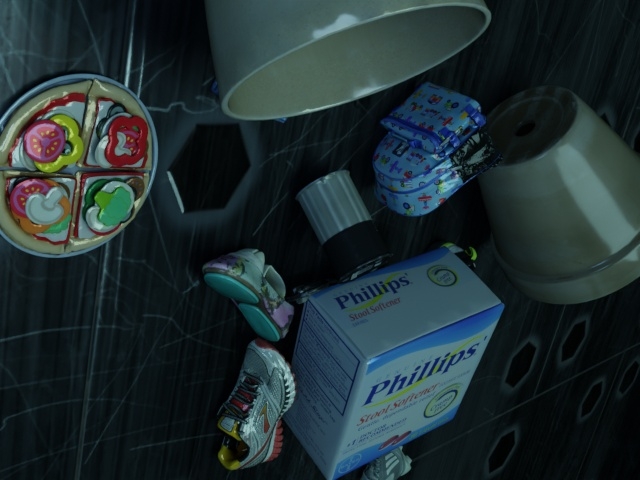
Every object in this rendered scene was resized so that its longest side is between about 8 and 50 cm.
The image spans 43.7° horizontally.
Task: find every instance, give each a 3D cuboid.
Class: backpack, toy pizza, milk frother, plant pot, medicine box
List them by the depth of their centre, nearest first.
[{"bbox_3d":[-0.010,-0.285,0.739,0.256,0.256,0.274,-14,84,-44],"label":"plant pot"},{"bbox_3d":[-0.249,-0.071,0.828,0.201,0.032,0.201,-27,131,-36],"label":"toy pizza"},{"bbox_3d":[0.000,0.000,1.087,0.143,0.135,0.129,-21,166,-26],"label":"milk frother"},{"bbox_3d":[0.148,-0.126,1.159,0.173,0.158,0.117,-41,131,-7],"label":"backpack"},{"bbox_3d":[0.102,0.186,1.222,0.263,0.149,0.289,-18,139,-31],"label":"medicine box"},{"bbox_3d":[0.402,-0.099,1.372,0.323,0.323,0.280,-51,125,-13],"label":"plant pot"}]

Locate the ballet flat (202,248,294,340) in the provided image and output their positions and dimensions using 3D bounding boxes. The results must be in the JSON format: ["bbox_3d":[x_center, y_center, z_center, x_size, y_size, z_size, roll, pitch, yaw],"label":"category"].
[{"bbox_3d":[-0.090,0.060,1.071,0.079,0.076,0.221,-68,151,-22],"label":"ballet flat"}]

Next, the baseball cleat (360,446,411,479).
[{"bbox_3d":[0.113,0.421,1.521,0.109,0.072,0.206,-45,136,-10],"label":"baseball cleat"}]

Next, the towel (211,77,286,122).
[{"bbox_3d":[-0.072,-0.187,0.960,0.119,0.029,0.067,11,103,-51],"label":"towel"}]

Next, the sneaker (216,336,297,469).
[{"bbox_3d":[-0.097,0.244,1.155,0.092,0.088,0.225,-15,123,-42],"label":"sneaker"}]

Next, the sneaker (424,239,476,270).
[{"bbox_3d":[0.196,0.109,1.396,0.084,0.097,0.235,21,96,-52],"label":"sneaker"}]
